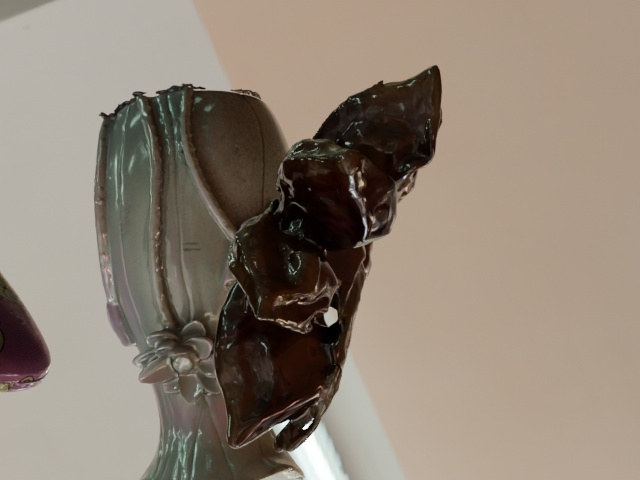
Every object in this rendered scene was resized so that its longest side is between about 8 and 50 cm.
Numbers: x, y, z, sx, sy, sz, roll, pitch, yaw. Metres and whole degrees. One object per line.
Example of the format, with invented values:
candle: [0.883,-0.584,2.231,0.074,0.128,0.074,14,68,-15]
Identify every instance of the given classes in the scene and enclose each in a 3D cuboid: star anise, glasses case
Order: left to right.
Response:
glasses case: [-0.415,0.060,1.169,0.123,0.076,0.316,7,-151,-50]
star anise: [0.000,0.000,0.408,0.168,0.057,0.168,21,-90,-89]

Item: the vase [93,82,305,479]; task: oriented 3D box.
vase: [-0.126,0.067,1.159,0.250,0.250,0.445,28,-125,-72]
